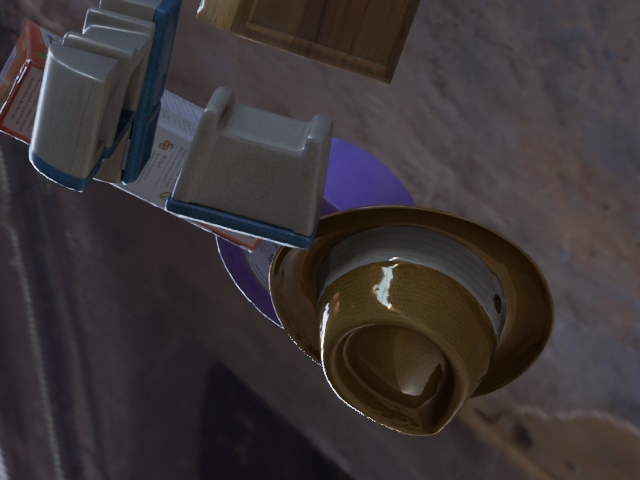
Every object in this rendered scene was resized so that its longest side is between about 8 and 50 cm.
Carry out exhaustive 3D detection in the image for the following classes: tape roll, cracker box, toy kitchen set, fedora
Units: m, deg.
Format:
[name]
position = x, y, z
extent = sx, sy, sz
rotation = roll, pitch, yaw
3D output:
[tape roll]
position = 0.000, 0.000, 1.570
extent = 0.080, 0.189, 0.189
rotation = -46, -31, -41
[cracker box]
position = -0.149, -0.087, 1.377
extent = 0.232, 0.155, 0.067
rotation = 26, -78, -17
[toy kitchen set]
position = -0.073, -0.056, 0.987
extent = 0.207, 0.166, 0.122
rotation = -73, -1, -67
[fedora]
position = 0.053, 0.062, 1.050
extent = 0.194, 0.194, 0.079
rotation = 79, -164, -47

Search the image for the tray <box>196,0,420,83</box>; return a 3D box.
[tray]
position = 0.045, -0.374, 1.615
extent = 0.203, 0.076, 0.410
rotation = 14, -79, -37
